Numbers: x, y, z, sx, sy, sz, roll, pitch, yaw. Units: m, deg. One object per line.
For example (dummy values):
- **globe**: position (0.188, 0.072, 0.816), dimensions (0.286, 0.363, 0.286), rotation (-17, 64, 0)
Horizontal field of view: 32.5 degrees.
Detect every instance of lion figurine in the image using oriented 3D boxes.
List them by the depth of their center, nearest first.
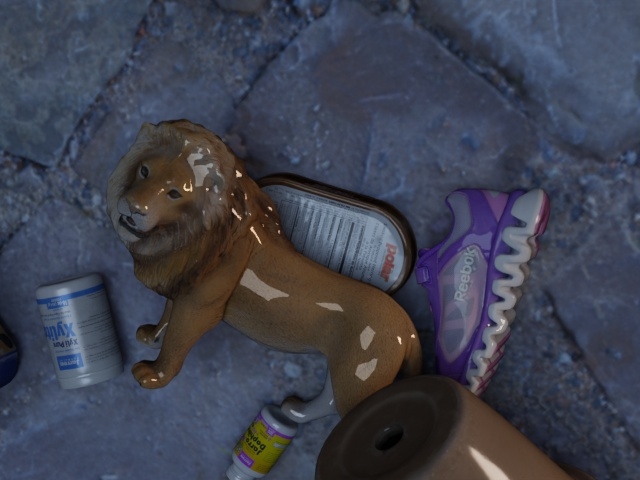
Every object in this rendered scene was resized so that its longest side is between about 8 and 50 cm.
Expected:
- **lion figurine**: position (-0.034, 0.062, 1.023), dimensions (0.392, 0.142, 0.240), rotation (27, 111, -12)

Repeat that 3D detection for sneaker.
- **sneaker**: position (0.134, 0.052, 1.034), dimensions (0.104, 0.095, 0.236), rotation (19, 96, 15)

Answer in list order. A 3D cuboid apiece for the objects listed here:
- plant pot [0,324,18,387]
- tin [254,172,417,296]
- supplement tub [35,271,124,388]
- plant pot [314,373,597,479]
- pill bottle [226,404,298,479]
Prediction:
- **plant pot**: position (-0.453, 0.117, 1.090), dimensions (0.212, 0.236, 0.236), rotation (-37, 89, 7)
- **tin**: position (0.000, 0.000, 1.077), dimensions (0.190, 0.040, 0.106), rotation (16, 105, 8)
- **supplement tub**: position (-0.245, 0.091, 1.120), dimensions (0.071, 0.071, 0.107), rotation (-12, 94, 13)
- **plant pot**: position (0.114, 0.246, 0.938), dimensions (0.263, 0.263, 0.229), rotation (-30, 114, 14)
- **pill bottle**: position (-0.061, 0.210, 1.113), dimensions (0.043, 0.043, 0.083), rotation (35, 103, 5)
